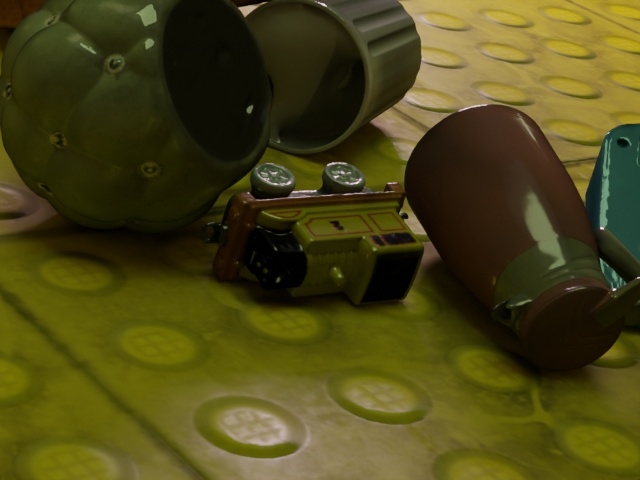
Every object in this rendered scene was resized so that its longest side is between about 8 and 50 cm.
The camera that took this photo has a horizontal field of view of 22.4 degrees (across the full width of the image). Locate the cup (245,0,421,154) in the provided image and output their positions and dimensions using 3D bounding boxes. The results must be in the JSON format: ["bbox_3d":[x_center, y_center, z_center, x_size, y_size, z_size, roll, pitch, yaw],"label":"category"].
[{"bbox_3d":[-0.007,-0.214,1.790,0.221,0.167,0.202,42,27,8],"label":"cup"}]

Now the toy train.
[{"bbox_3d":[0.000,0.000,1.438,0.219,0.089,0.127,-4,39,-33],"label":"toy train"}]

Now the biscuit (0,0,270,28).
[{"bbox_3d":[-0.175,-0.296,1.859,0.349,0.078,0.455,-17,14,-43],"label":"biscuit"}]

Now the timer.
[{"bbox_3d":[0.374,0.014,1.585,0.232,0.091,0.250,13,46,0],"label":"timer"}]

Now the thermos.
[{"bbox_3d":[0.195,0.005,1.459,0.176,0.146,0.265,1,34,-21],"label":"thermos"}]

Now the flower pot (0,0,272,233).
[{"bbox_3d":[-0.169,-0.124,1.449,0.195,0.246,0.246,-12,10,31],"label":"flower pot"}]
